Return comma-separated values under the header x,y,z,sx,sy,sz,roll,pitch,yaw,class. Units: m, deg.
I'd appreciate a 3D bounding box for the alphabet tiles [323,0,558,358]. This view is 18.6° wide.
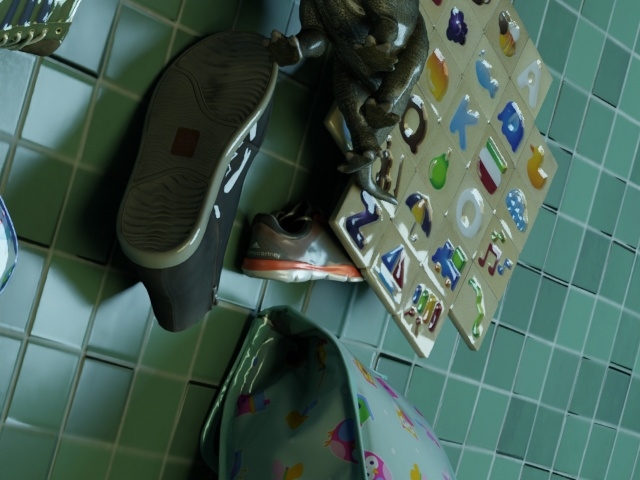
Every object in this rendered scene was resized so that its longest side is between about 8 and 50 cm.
x,y,z,sx,sy,sz,roll,pitch,yaw,class
0.112,-0.083,1.688,0.285,0.011,0.342,55,47,-35,alphabet tiles

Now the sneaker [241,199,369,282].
x,y,z,sx,sy,sz,roll,pitch,yaw,class
0.000,0.000,1.587,0.158,0.061,0.064,-1,95,-54,sneaker

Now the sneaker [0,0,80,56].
x,y,z,sx,sy,sz,roll,pitch,yaw,class
-0.198,-0.149,1.266,0.192,0.064,0.086,-53,132,-35,sneaker

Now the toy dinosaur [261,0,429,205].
x,y,z,sx,sy,sz,roll,pitch,yaw,class
0.039,-0.156,1.481,0.313,0.121,0.160,57,39,-38,toy dinosaur

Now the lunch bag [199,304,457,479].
x,y,z,sx,sy,sz,roll,pitch,yaw,class
0.020,0.200,1.582,0.223,0.160,0.262,39,33,-50,lunch bag

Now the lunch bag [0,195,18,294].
x,y,z,sx,sy,sz,roll,pitch,yaw,class
-0.290,0.007,1.168,0.219,0.090,0.176,-49,136,-33,lunch bag

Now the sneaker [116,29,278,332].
x,y,z,sx,sy,sz,roll,pitch,yaw,class
-0.090,-0.047,1.451,0.118,0.083,0.222,86,24,-57,sneaker
